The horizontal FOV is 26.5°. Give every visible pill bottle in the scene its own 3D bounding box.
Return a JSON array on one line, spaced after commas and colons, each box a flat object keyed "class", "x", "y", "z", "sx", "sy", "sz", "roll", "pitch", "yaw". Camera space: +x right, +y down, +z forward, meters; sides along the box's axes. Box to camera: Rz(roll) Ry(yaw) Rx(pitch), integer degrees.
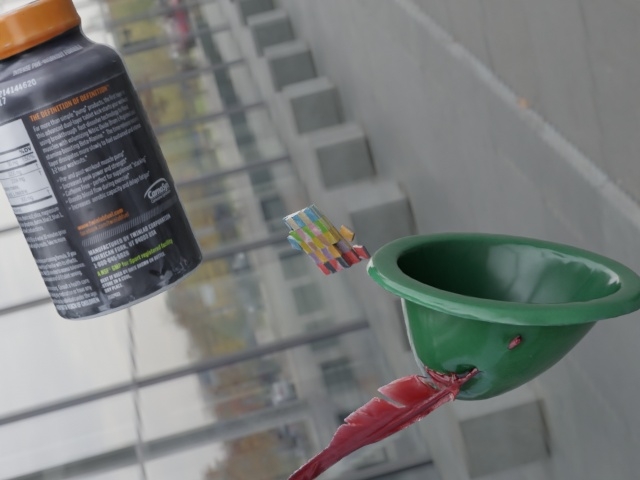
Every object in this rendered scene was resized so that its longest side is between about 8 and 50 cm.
[{"class": "pill bottle", "x": -0.195, "y": -0.070, "z": 1.090, "sx": 0.130, "sy": 0.130, "sz": 0.246, "roll": -123, "pitch": 12, "yaw": -78}]

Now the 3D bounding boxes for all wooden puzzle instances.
[{"class": "wooden puzzle", "x": 0.000, "y": 0.000, "z": 0.904, "sx": 0.049, "sy": 0.006, "sz": 0.083, "roll": 49, "pitch": 155, "yaw": -8}]

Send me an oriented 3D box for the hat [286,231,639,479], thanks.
[{"class": "hat", "x": 0.105, "y": 0.102, "z": 0.908, "sx": 0.208, "sy": 0.173, "sz": 0.184, "roll": 15, "pitch": 110, "yaw": 37}]
